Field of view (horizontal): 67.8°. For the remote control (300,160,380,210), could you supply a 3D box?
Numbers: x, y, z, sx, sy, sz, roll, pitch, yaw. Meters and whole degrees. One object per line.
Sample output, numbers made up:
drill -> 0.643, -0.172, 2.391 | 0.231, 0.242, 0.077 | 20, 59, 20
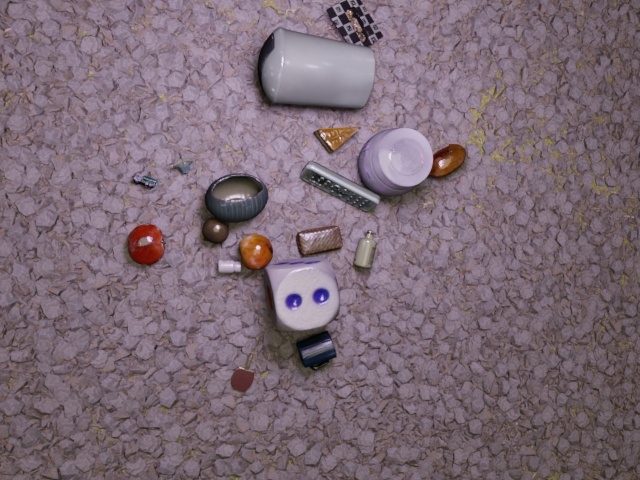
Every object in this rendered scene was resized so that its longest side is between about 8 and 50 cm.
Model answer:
remote control -> 0.083, -0.226, 1.957 | 0.336, 0.128, 0.065 | 26, 71, -11

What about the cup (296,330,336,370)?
cup -> -0.013, 0.461, 1.939 | 0.138, 0.113, 0.150 | -18, 92, -10

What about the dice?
dice -> -0.077, 0.201, 1.855 | 0.252, 0.259, 0.242 | -10, 94, -13

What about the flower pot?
flower pot -> -0.322, -0.163, 1.838 | 0.243, 0.157, 0.189 | -10, 66, -25

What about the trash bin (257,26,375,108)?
trash bin -> -0.029, -0.661, 1.863 | 0.433, 0.280, 0.280 | 3, 89, -16

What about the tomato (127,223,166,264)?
tomato -> -0.664, 0.017, 1.810 | 0.139, 0.091, 0.159 | -3, 93, -11

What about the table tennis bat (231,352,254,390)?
table tennis bat -> -0.306, 0.533, 1.927 | 0.087, 0.013, 0.156 | 20, 87, -9

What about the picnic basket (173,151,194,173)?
picnic basket -> -0.537, -0.307, 1.857 | 0.083, 0.065, 0.083 | -20, 115, -7

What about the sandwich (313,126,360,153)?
sandwich -> 0.070, -0.456, 1.978 | 0.163, 0.079, 0.113 | -40, 99, -9

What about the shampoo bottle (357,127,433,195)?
shampoo bottle -> 0.299, -0.318, 1.934 | 0.273, 0.266, 0.272 | 0, 88, -13

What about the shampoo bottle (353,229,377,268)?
shampoo bottle -> 0.193, 0.035, 2.003 | 0.079, 0.079, 0.161 | 14, 87, -12

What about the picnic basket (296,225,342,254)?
picnic basket -> 0.000, 0.000, 1.975 | 0.194, 0.055, 0.110 | -11, 92, -14

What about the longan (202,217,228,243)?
longan -> -0.414, -0.033, 1.867 | 0.106, 0.106, 0.119 | 37, 121, -10

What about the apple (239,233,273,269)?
apple -> -0.251, 0.045, 1.878 | 0.147, 0.146, 0.146 | 0, 90, -12

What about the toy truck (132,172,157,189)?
toy truck -> -0.676, -0.229, 1.836 | 0.083, 0.039, 0.044 | 21, 69, -13

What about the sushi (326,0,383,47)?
sushi -> 0.135, -0.903, 2.010 | 0.192, 0.050, 0.215 | -42, 103, -26

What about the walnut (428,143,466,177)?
walnut -> 0.542, -0.342, 2.072 | 0.207, 0.116, 0.115 | -37, 97, -3

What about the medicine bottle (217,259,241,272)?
medicine bottle -> -0.363, 0.104, 1.894 | 0.089, 0.052, 0.052 | 2, 89, -12
